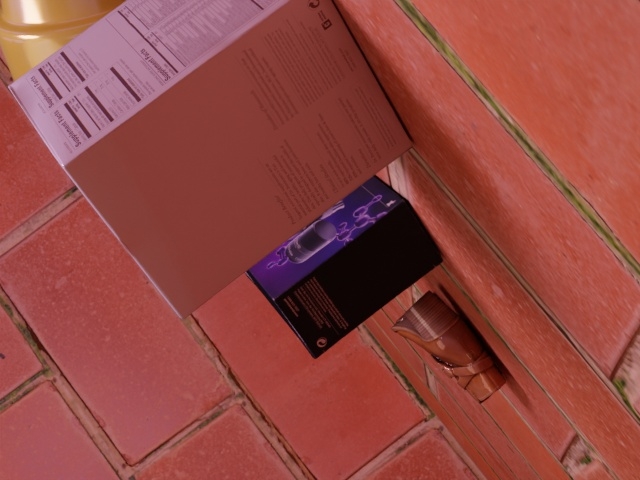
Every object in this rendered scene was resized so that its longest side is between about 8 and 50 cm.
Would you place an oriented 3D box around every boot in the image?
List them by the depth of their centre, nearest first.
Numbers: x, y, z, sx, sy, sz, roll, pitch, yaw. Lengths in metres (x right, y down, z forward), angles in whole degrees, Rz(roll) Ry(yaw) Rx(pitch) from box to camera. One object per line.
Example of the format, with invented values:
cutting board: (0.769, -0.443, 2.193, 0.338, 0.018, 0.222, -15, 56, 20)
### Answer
boot: (0.167, 0.143, 1.749, 0.152, 0.073, 0.197, 48, 178, 6)

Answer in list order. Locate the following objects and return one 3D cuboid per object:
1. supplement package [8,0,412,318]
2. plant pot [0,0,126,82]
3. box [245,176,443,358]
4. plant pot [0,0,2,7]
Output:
supplement package: (-0.101, -0.113, 1.235, 0.199, 0.262, 0.198, 57, 174, -37)
plant pot: (-0.228, -0.297, 1.381, 0.254, 0.254, 0.239, 46, 156, 58)
box: (0.000, 0.000, 1.598, 0.103, 0.184, 0.261, 58, 174, -28)
plant pot: (-0.271, -0.319, 1.855, 0.254, 0.237, 0.237, 33, 166, 28)
